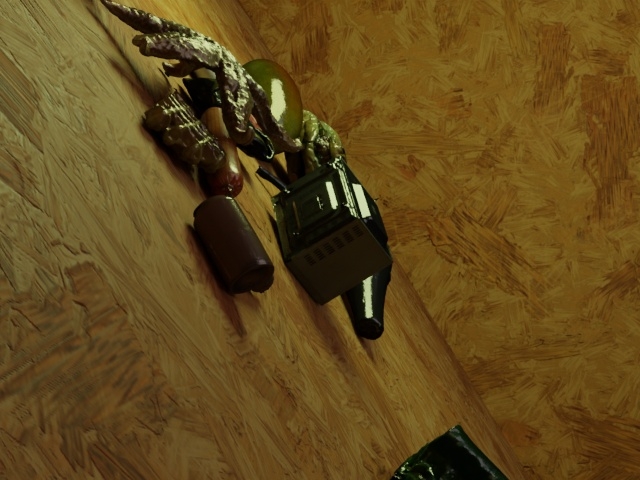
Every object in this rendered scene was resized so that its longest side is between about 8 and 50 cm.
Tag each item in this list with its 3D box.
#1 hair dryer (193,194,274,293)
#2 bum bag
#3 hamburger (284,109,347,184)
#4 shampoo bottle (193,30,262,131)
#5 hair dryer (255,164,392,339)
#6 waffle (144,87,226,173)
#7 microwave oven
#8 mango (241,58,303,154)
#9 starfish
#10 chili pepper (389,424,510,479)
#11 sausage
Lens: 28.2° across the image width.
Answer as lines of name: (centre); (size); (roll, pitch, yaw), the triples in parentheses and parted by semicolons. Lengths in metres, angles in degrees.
hair dryer: (-0.095, 0.025, 1.591); (0.117, 0.064, 0.182); (59, -1, 25)
bum bag: (-0.152, -0.204, 2.133); (0.106, 0.060, 0.232); (42, -5, 40)
hamburger: (-0.023, -0.161, 2.591); (0.206, 0.130, 0.183); (-133, -150, -56)
shampoo bottle: (-0.181, -0.276, 2.321); (0.221, 0.051, 0.108); (55, 6, -17)
hair dryer: (0.000, 0.000, 2.318); (0.359, 0.120, 0.304); (43, 27, -24)
waffle: (-0.196, -0.161, 1.741); (0.160, 0.046, 0.192); (40, 12, -38)
microwave oven: (0.013, -0.023, 2.092); (0.129, 0.163, 0.205); (50, 13, -31)
mango: (-0.102, -0.260, 2.512); (0.146, 0.129, 0.289); (53, 16, -41)
starfish: (-0.168, -0.247, 1.882); (0.375, 0.094, 0.327); (38, 4, -16)
chili pepper: (0.224, 0.404, 1.620); (0.385, 0.167, 0.213); (59, 5, 26)
sausage: (-0.149, -0.132, 1.891); (0.053, 0.053, 0.348); (54, 7, -23)
